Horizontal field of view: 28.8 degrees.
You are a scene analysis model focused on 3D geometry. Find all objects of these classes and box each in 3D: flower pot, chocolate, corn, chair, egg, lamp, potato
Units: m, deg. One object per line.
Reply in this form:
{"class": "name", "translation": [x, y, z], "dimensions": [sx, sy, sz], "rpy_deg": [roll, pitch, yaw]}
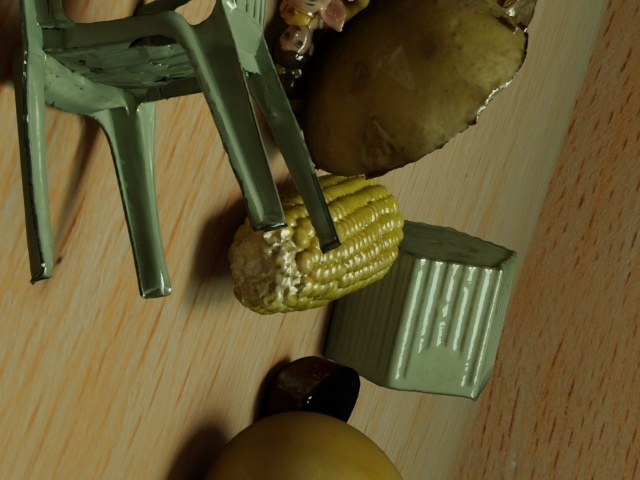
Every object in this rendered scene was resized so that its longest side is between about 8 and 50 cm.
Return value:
{"class": "flower pot", "translation": [0.135, 0.085, 1.661], "dimensions": [0.209, 0.239, 0.189], "rpy_deg": [-124, -137, -71]}
{"class": "chocolate", "translation": [-0.028, 0.200, 1.462], "dimensions": [0.148, 0.080, 0.125], "rpy_deg": [-63, 150, -12]}
{"class": "corn", "translation": [0.000, 0.000, 1.271], "dimensions": [0.347, 0.130, 0.130], "rpy_deg": [-20, 125, -69]}
{"class": "chair", "translation": [-0.083, -0.118, 0.791], "dimensions": [0.203, 0.190, 0.274], "rpy_deg": [14, 63, -75]}
{"class": "egg", "translation": [-0.018, 0.319, 1.292], "dimensions": [0.250, 0.250, 0.322], "rpy_deg": [-57, 149, -46]}
{"class": "lamp", "translation": [0.016, -0.258, 1.117], "dimensions": [0.253, 0.118, 0.118], "rpy_deg": [-55, 163, -2]}
{"class": "potato", "translation": [0.057, -0.175, 1.213], "dimensions": [0.239, 0.116, 0.299], "rpy_deg": [-48, -156, -3]}

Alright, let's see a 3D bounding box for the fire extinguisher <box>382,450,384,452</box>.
{"class": "fire extinguisher", "translation": [0.047, 0.366, 1.852], "dimensions": [0.269, 0.105, 0.104], "rpy_deg": [-14, 119, -71]}

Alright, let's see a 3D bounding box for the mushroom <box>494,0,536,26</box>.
{"class": "mushroom", "translation": [0.205, -0.326, 1.622], "dimensions": [0.278, 0.146, 0.278], "rpy_deg": [-50, 152, -40]}
